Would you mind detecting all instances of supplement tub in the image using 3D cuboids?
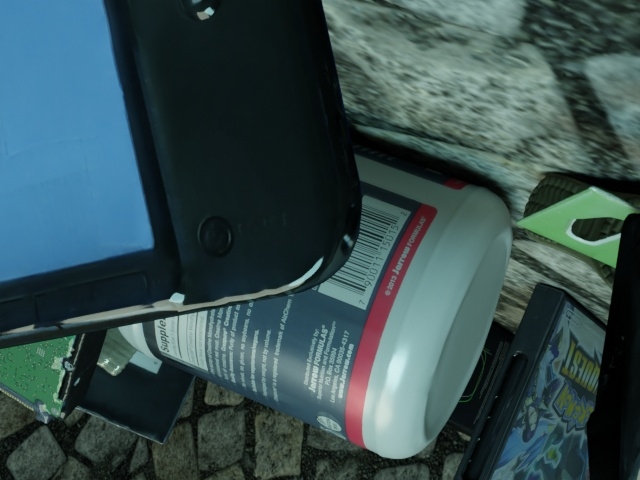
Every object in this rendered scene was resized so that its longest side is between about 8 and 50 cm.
[{"bbox_3d":[-0.023,0.016,0.832,0.272,0.191,0.191,21,172,18],"label":"supplement tub"}]

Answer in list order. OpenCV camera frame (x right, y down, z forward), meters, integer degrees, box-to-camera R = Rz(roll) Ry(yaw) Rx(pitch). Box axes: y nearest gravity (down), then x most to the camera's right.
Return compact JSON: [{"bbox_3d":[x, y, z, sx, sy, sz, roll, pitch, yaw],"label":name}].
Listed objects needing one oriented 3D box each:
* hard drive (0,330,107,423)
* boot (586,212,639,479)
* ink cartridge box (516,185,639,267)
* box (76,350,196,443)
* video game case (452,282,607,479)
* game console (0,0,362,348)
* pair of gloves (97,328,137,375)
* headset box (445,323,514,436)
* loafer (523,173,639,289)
[{"bbox_3d":[-0.289,-0.005,1.099,0.237,0.064,0.339,30,129,8],"label":"hard drive"},{"bbox_3d":[0.292,0.069,0.279,0.445,0.146,0.367,16,172,11],"label":"boot"},{"bbox_3d":[0.206,0.002,0.541,0.209,0.062,0.109,24,172,-5],"label":"ink cartridge box"},{"bbox_3d":[-0.275,0.082,1.654,0.212,0.293,0.395,26,172,-14],"label":"box"},{"bbox_3d":[0.219,0.197,1.138,0.035,0.248,0.275,19,172,37],"label":"video game case"},{"bbox_3d":[-0.168,-0.078,0.357,0.293,0.250,0.173,-12,180,31],"label":"game console"},{"bbox_3d":[-0.249,0.008,1.276,0.204,0.240,0.042,24,153,-1],"label":"pair of gloves"},{"bbox_3d":[0.138,0.156,1.540,0.246,0.131,0.283,18,171,40],"label":"headset box"},{"bbox_3d":[0.172,0.001,0.662,0.050,0.056,0.148,15,-165,-32],"label":"loafer"}]
